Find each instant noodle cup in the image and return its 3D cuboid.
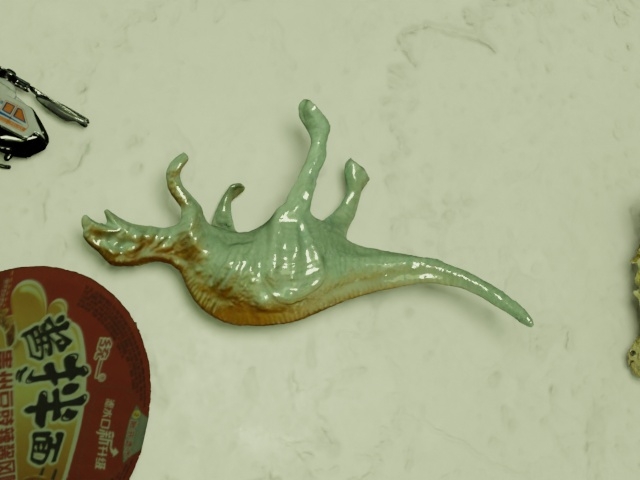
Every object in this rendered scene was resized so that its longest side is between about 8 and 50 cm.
[{"bbox_3d":[-0.268,0.144,1.001,0.274,0.091,0.274,-16,113,-43],"label":"instant noodle cup"}]

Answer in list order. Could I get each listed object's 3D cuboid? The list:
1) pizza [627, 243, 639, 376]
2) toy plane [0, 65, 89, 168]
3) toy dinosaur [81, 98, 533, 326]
[{"bbox_3d":[0.376,0.022,1.179,0.204,0.080,0.188,-9,105,-21],"label":"pizza"},{"bbox_3d":[-0.309,-0.128,1.099,0.197,0.053,0.078,31,68,-4],"label":"toy plane"},{"bbox_3d":[0.000,0.000,1.105,0.393,0.092,0.205,26,77,-6],"label":"toy dinosaur"}]
